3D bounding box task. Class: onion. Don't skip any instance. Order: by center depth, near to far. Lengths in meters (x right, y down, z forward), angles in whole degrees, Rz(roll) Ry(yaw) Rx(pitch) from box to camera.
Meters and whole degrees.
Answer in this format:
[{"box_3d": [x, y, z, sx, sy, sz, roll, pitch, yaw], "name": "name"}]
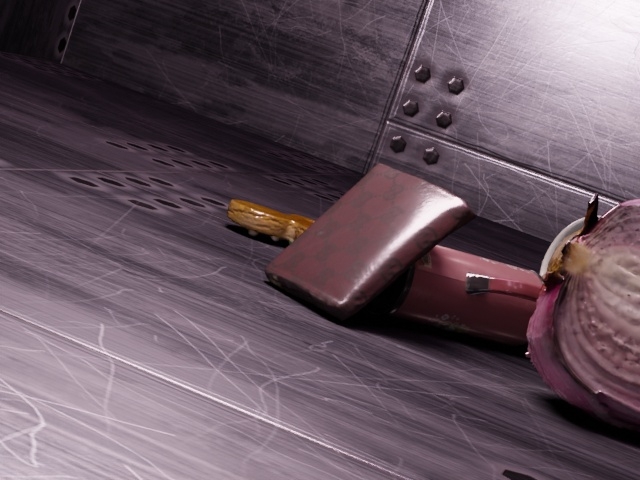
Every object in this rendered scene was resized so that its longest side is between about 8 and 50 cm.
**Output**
[{"box_3d": [0.408, 0.124, 1.705, 0.349, 0.267, 0.159, 34, -17, 4], "name": "onion"}]

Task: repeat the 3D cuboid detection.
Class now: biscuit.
[{"box_3d": [0.000, 0.000, 2.212, 0.301, 0.049, 0.197, 18, 3, -11], "name": "biscuit"}]

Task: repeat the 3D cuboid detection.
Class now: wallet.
[{"box_3d": [0.057, 0.002, 1.817, 0.182, 0.229, 0.049, 28, -30, 46], "name": "wallet"}]

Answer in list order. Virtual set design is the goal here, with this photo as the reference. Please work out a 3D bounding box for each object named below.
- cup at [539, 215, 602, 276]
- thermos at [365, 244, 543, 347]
[{"box_3d": [0.525, 0.076, 2.341, 0.234, 0.186, 0.258, 21, -23, -32], "name": "cup"}, {"box_3d": [0.225, 0.070, 1.934, 0.330, 0.136, 0.109, 15, 42, -31], "name": "thermos"}]
